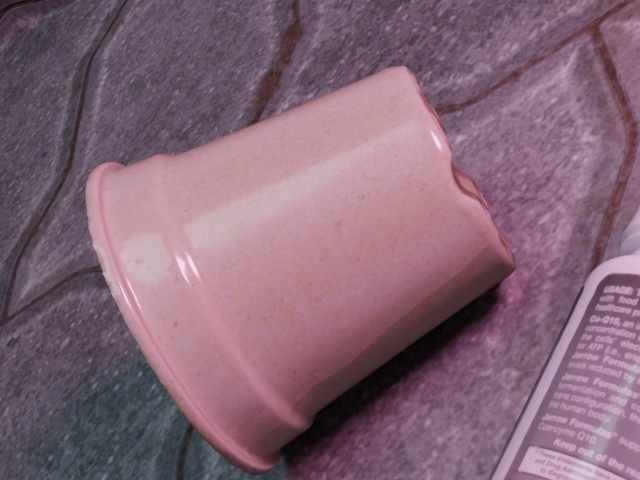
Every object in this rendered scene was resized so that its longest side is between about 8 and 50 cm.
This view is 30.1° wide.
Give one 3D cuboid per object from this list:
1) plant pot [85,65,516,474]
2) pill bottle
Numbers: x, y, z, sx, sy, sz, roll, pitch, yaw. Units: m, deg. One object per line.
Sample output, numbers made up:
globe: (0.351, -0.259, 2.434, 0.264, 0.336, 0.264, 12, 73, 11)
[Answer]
plant pot: (0.000, 0.000, 1.120, 0.305, 0.334, 0.334, -30, 35, 9)
pill bottle: (0.235, 0.113, 0.833, 0.161, 0.161, 0.283, 6, 60, 52)
